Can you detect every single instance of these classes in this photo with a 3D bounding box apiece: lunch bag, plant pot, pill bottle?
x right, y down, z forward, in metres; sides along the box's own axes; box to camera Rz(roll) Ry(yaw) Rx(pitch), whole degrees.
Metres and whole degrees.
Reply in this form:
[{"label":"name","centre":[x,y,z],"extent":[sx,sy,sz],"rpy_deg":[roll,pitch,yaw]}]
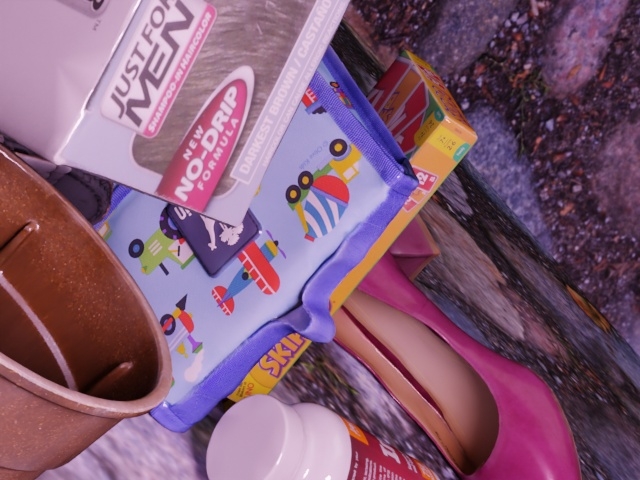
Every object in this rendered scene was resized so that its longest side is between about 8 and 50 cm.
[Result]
[{"label":"lunch bag","centre":[-0.066,-0.032,1.037],"extent":[0.138,0.221,0.293],"rpy_deg":[29,20,-49]},{"label":"plant pot","centre":[-0.169,0.054,0.575],"extent":[0.167,0.165,0.167],"rpy_deg":[42,12,-11]},{"label":"pill bottle","centre":[0.004,0.152,0.985],"extent":[0.152,0.086,0.086],"rpy_deg":[34,17,-40]}]

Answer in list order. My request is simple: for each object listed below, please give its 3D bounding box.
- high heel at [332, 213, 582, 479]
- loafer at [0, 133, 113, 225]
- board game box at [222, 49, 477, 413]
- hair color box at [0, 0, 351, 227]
[{"label":"high heel","centre":[0.072,0.121,1.354],"extent":[0.181,0.127,0.377],"rpy_deg":[-8,53,-38]},{"label":"loafer","centre":[-0.238,-0.049,0.874],"extent":[0.302,0.109,0.095],"rpy_deg":[24,42,-42]},{"label":"board game box","centre":[0.000,0.000,1.065],"extent":[0.039,0.259,0.124],"rpy_deg":[29,18,-22]},{"label":"hair color box","centre":[-0.151,-0.168,0.708],"extent":[0.374,0.185,0.113],"rpy_deg":[29,4,37]}]
